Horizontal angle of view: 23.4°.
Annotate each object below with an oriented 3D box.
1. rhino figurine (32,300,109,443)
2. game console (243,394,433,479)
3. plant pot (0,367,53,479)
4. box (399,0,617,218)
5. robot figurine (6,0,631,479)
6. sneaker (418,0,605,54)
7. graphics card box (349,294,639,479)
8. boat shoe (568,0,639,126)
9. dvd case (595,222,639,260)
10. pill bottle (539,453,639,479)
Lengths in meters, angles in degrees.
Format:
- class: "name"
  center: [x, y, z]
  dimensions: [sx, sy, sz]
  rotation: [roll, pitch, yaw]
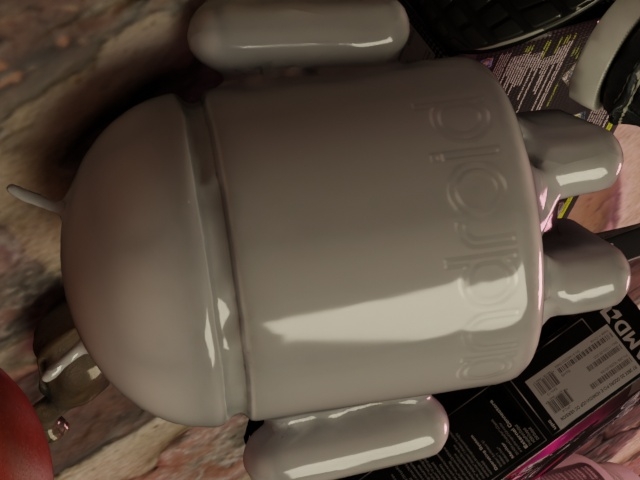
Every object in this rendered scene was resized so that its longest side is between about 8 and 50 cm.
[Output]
- class: "rhino figurine"
  center: [-0.098, 0.057, 1.092]
  dimensions: [0.243, 0.073, 0.106]
  rotation: [-21, 153, -26]
- class: "game console"
  center: [0.027, 0.174, 1.406]
  dimensions: [0.213, 0.044, 0.361]
  rotation: [-22, 157, -20]
- class: "plant pot"
  center: [-0.285, 0.129, 0.828]
  dimensions: [0.272, 0.272, 0.265]
  rotation: [-36, 160, 3]
- class: "box"
  center: [0.123, -0.080, 1.126]
  dimensions: [0.216, 0.060, 0.270]
  rotation: [-19, 149, -28]
- class: "robot figurine"
  center: [0.000, 0.000, 0.921]
  dimensions: [0.353, 0.300, 0.200]
  rotation: [-9, -171, -6]
- class: "sneaker"
  center: [0.194, -0.201, 0.969]
  dimensions: [0.283, 0.107, 0.124]
  rotation: [-38, 158, 6]
- class: "graphics card box"
  center: [0.169, 0.208, 1.540]
  dimensions: [0.371, 0.094, 0.233]
  rotation: [-36, 163, -7]
- class: "boat shoe"
  center: [0.273, -0.142, 1.011]
  dimensions: [0.302, 0.091, 0.114]
  rotation: [-39, 156, -37]
- class: "dvd case"
  center: [0.116, 0.036, 1.207]
  dimensions: [0.179, 0.029, 0.238]
  rotation: [-17, -179, -28]
- class: "pill bottle"
  center: [0.252, 0.343, 1.808]
  dimensions: [0.318, 0.176, 0.176]
  rotation: [-3, 139, -45]
